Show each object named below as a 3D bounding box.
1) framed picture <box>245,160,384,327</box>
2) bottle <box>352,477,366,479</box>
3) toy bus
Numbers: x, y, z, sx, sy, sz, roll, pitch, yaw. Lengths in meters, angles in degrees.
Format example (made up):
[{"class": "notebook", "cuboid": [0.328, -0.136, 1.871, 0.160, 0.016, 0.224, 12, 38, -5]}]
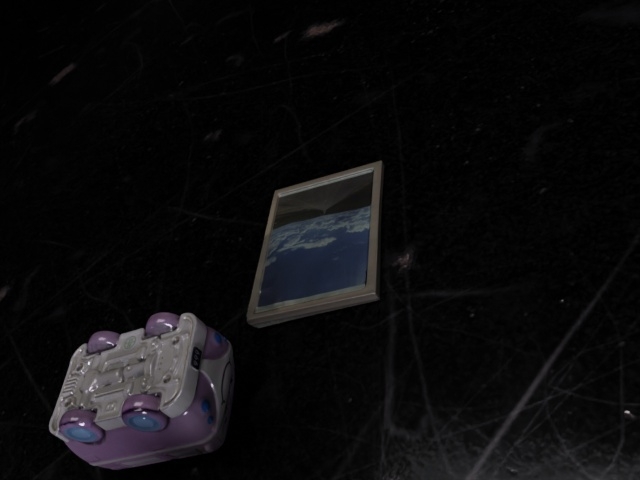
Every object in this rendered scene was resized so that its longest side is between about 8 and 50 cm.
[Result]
[{"class": "framed picture", "cuboid": [0.000, 0.000, 0.934, 0.188, 0.023, 0.260, -14, 43, 22]}, {"class": "bottle", "cuboid": [-0.015, 0.321, 0.542, 0.112, 0.112, 0.260, 18, 62, 46]}, {"class": "toy bus", "cuboid": [-0.199, 0.183, 0.795, 0.202, 0.142, 0.142, -18, 42, 23]}]
